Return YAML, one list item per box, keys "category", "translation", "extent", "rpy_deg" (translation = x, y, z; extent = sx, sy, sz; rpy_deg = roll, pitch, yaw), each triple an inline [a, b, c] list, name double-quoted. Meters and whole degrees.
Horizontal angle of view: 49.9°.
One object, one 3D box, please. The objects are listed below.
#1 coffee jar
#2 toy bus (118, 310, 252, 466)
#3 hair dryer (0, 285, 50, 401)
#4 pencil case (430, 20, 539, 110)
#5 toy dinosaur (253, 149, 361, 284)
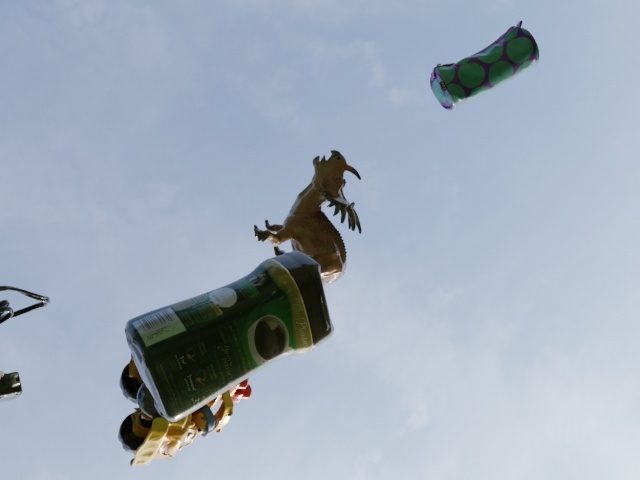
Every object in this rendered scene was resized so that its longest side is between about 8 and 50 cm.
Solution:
- category: "coffee jar"
  translation: [-0.077, 0.082, 0.634]
  extent: [0.185, 0.079, 0.096]
  rpy_deg: [-23, -60, -22]
- category: "toy bus"
  translation: [-0.204, 0.243, 1.100]
  extent: [0.212, 0.149, 0.220]
  rpy_deg: [14, -138, -25]
- category: "hair dryer"
  translation: [-0.491, 0.116, 0.814]
  extent: [0.294, 0.080, 0.223]
  rpy_deg: [1, -50, -34]
- category: "pencil case"
  translation: [0.237, -0.252, 1.000]
  extent: [0.152, 0.064, 0.070]
  rpy_deg: [-28, -77, 1]
- category: "toy dinosaur"
  translation: [0.000, 0.000, 1.284]
  extent: [0.201, 0.127, 0.295]
  rpy_deg: [-12, -55, 7]
